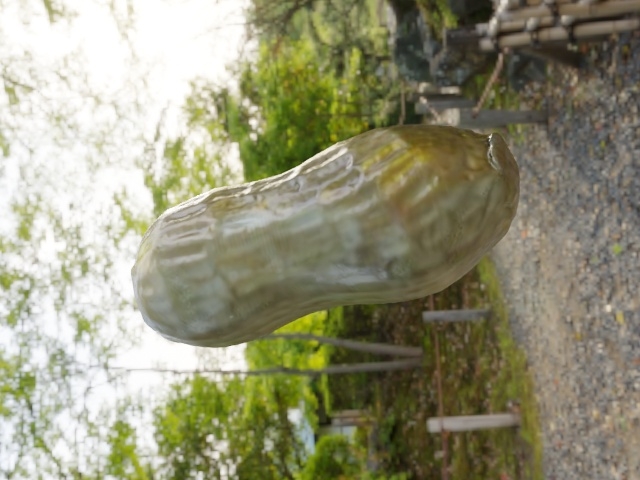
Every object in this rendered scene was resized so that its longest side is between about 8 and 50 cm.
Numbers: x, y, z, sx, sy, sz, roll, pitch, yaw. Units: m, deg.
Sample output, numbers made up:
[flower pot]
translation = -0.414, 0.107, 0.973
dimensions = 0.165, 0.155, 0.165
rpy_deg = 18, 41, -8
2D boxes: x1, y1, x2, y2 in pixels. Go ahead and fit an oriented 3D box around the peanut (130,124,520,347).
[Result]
[peanut]
translation = 0.000, 0.000, 0.434
dimensions = 0.087, 0.206, 0.087
rpy_deg = -18, -90, -77
